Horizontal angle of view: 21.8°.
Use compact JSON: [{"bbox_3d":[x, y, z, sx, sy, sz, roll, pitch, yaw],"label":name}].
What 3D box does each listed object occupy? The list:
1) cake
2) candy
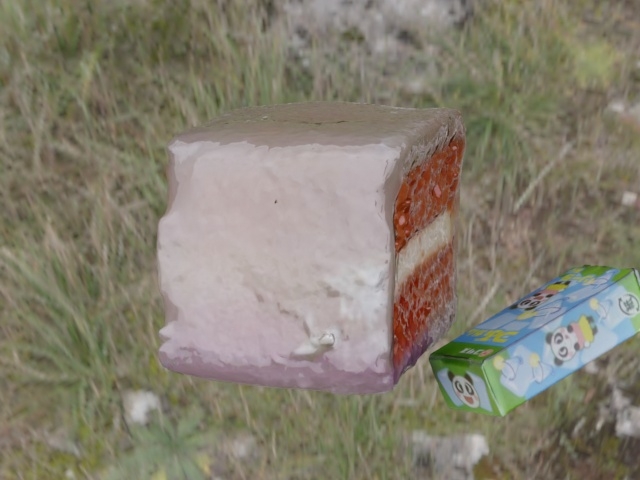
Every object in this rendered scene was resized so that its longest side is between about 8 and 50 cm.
[{"bbox_3d":[0.000,0.000,1.524,0.230,0.309,0.237,2,102,15],"label":"cake"},{"bbox_3d":[0.206,0.091,1.545,0.194,0.097,0.062,-28,103,-25],"label":"candy"}]
